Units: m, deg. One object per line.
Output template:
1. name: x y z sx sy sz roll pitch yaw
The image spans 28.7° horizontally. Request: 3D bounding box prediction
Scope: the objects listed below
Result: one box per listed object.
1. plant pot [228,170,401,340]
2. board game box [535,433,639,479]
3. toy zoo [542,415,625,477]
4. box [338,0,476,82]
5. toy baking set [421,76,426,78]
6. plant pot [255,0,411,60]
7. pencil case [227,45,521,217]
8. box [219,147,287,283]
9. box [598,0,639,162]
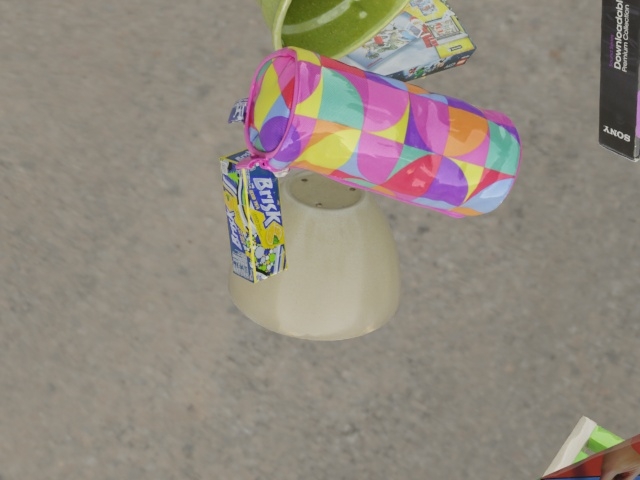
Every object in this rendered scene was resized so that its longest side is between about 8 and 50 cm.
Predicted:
1. plant pot: 0.000 0.000 1.999 0.284 0.284 0.191 -10 126 -25
2. board game box: 0.183 0.172 0.666 0.145 0.281 0.027 -26 100 13
3. toy zoo: 0.283 0.289 0.971 0.192 0.293 0.030 -52 156 -20
4. box: 0.087 -0.297 1.767 0.233 0.044 0.159 -20 71 -31
5. toy baking set: 0.072 -0.348 1.964 0.030 0.256 0.197 -50 141 -52
6. plant pot: -0.024 -0.402 1.574 0.276 0.276 0.254 -36 70 -15
7. pencil case: 0.047 -0.082 1.005 0.236 0.104 0.104 11 96 -30
8. box: -0.088 -0.034 1.652 0.059 0.054 0.169 -23 120 -35
9. box: 0.172 -0.127 0.545 0.116 0.029 0.162 -21 121 -27
